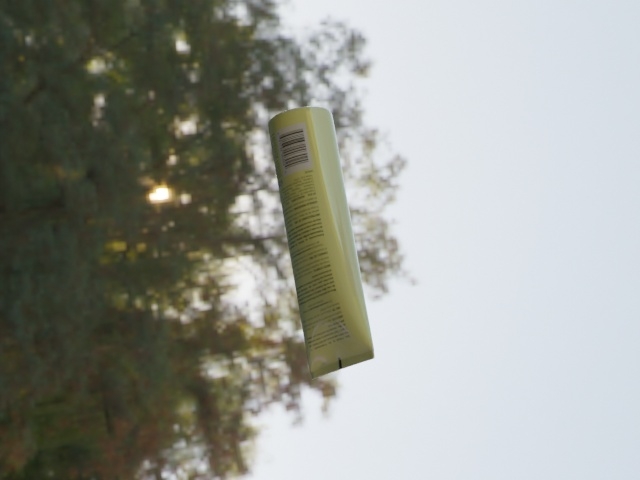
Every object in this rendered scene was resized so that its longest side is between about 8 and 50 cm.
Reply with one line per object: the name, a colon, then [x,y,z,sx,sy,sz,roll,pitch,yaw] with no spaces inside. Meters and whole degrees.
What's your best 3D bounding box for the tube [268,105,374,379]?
tube: [0.000,0.000,1.122,0.070,0.062,0.240,70,10,-75]
